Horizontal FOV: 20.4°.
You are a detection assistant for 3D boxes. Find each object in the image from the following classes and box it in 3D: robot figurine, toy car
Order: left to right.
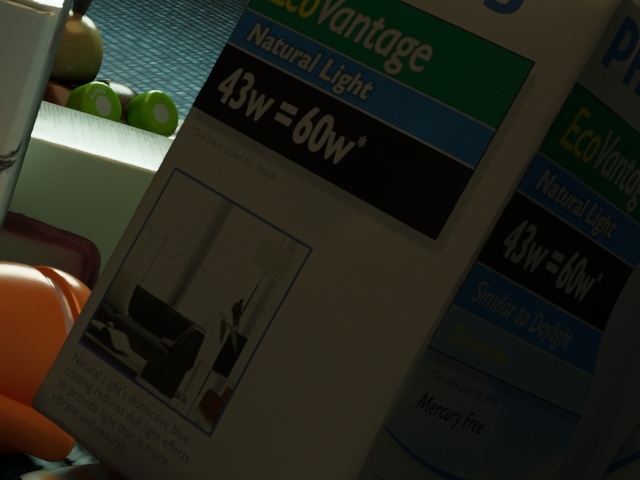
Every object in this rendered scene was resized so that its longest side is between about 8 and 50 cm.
[{"bbox_3d":[-0.223,0.075,1.132,0.219,0.128,0.158,6,-8,-41],"label":"robot figurine"},{"bbox_3d":[-0.248,-0.182,1.820,0.155,0.188,0.149,-15,-13,41],"label":"toy car"}]

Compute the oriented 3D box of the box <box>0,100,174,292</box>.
[{"bbox_3d":[-0.247,-0.045,1.543,0.232,0.127,0.148,16,14,-14],"label":"box"}]

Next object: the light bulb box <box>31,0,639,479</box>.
[{"bbox_3d":[0.081,0.026,1.088,0.225,0.361,0.358,30,3,35],"label":"light bulb box"}]

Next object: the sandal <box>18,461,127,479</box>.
[{"bbox_3d":[-0.109,0.167,1.039,0.265,0.076,0.102,10,17,-34],"label":"sandal"}]

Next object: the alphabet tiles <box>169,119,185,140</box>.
[{"bbox_3d":[-0.114,-0.106,2.012,0.284,0.021,0.278,2,12,-7],"label":"alphabet tiles"}]

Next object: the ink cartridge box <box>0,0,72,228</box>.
[{"bbox_3d":[-0.276,-0.074,1.312,0.115,0.273,0.198,18,14,-8],"label":"ink cartridge box"}]
